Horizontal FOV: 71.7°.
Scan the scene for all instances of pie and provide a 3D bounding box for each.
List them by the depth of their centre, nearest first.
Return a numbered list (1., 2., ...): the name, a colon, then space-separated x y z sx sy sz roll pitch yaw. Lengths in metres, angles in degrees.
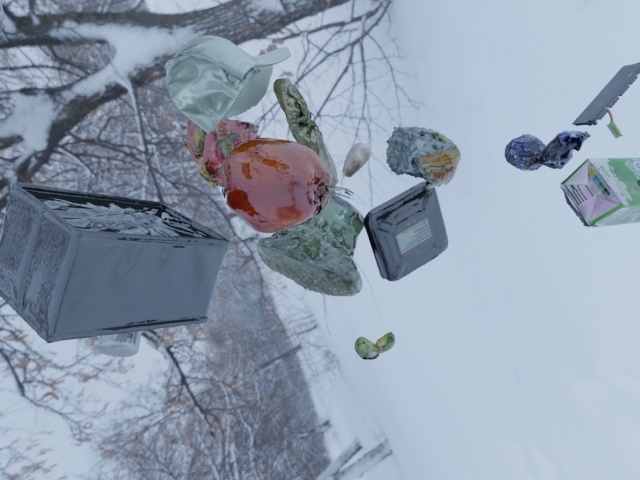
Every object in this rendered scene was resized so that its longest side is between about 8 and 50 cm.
1. pie: -0.032 -0.282 1.205 0.337 0.075 0.337 -25 -90 -86

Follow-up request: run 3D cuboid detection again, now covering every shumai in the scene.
1. shumai: 0.000 0.000 1.565 0.398 0.323 0.324 18 164 19

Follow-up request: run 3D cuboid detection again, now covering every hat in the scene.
1. hat: -0.216 -0.425 1.086 0.168 0.301 0.258 53 145 -7

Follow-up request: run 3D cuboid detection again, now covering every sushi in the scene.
1. sushi: 0.309 -0.257 1.328 0.274 0.184 0.139 -116 33 -60

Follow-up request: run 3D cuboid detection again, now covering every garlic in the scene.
1. garlic: 0.157 -0.350 1.833 0.087 0.195 0.101 33 141 -1

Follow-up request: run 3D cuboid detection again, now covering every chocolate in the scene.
1. chocolate: 0.703 -0.270 1.373 0.126 0.148 0.343 51 -177 -10

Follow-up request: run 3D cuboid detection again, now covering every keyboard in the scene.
1. keyboard: 0.771 -0.388 1.181 0.023 0.231 0.072 45 174 -18

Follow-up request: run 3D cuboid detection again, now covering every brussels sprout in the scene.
1. brussels sprout: 0.112 0.215 0.900 0.046 0.084 0.050 -96 -7 -50

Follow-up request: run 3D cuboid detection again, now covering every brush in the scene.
1. brush: 0.722 -0.292 1.100 0.021 0.019 0.083 -31 70 45

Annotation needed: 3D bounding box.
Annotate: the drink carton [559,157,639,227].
1. drink carton: 0.780 -0.131 1.164 0.108 0.271 0.161 -58 44 52

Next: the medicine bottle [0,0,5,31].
1. medicine bottle: -0.512 -0.379 0.549 0.144 0.145 0.251 170 78 -79

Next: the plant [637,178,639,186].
1. plant: 0.755 0.020 0.853 0.297 0.306 0.261 41 -145 -10

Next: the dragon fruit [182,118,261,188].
1. dragon fruit: -0.390 -0.332 1.741 0.314 0.297 0.262 -162 77 -66

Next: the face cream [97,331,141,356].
1. face cream: -0.515 0.190 1.172 0.095 0.096 0.214 83 -179 -53

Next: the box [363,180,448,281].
1. box: 0.306 -0.029 1.541 0.073 0.290 0.288 33 148 59

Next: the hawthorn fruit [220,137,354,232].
1. hawthorn fruit: -0.069 -0.121 0.968 0.211 0.299 0.211 4 -90 -68

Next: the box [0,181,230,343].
1. box: -0.404 0.040 0.889 0.251 0.345 0.204 26 101 31
